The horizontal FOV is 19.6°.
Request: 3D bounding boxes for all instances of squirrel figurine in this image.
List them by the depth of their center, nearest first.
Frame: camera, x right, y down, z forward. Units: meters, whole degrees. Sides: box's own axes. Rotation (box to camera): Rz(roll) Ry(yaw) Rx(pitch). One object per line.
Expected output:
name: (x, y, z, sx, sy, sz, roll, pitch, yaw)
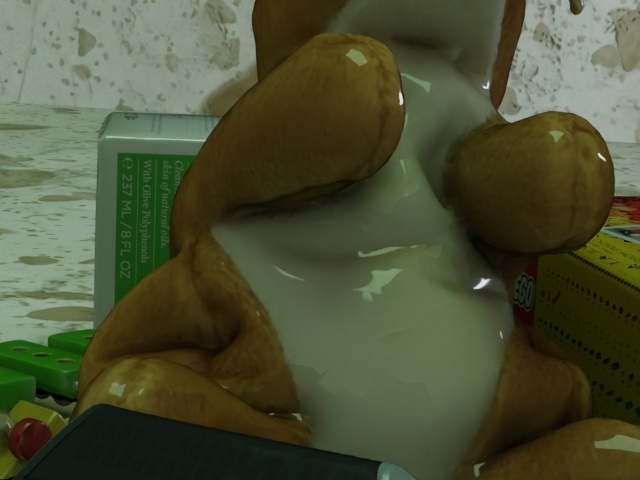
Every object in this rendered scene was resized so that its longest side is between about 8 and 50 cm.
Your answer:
squirrel figurine: (0.011, -0.019, 0.989, 0.281, 0.370, 0.397, 5, -19, -9)

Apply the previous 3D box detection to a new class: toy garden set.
toy garden set: (-0.189, 0.115, 1.279, 0.204, 0.049, 0.244, 10, 12, 43)

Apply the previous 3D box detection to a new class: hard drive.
hard drive: (0.004, 0.146, 0.742, 0.172, 0.054, 0.254, 8, -28, 29)

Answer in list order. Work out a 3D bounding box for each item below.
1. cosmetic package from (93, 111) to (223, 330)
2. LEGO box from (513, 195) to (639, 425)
cosmetic package: (0.000, 0.000, 1.534, 0.366, 0.197, 0.155, 1, 11, -3)
LEGO box: (0.335, 0.106, 1.034, 0.373, 0.193, 0.500, -1, 11, -14)
